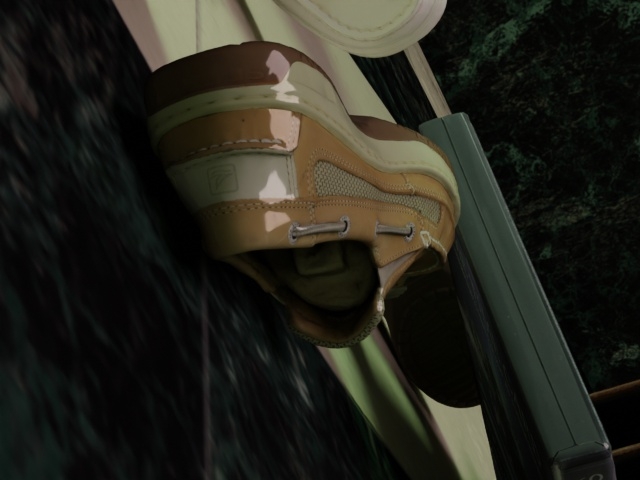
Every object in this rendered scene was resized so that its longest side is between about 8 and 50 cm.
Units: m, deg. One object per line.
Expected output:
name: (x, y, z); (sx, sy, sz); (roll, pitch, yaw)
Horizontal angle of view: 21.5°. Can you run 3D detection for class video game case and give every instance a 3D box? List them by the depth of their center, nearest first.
video game case: (0.094, 0.110, 0.695); (0.196, 0.026, 0.274); (-106, -179, -50)

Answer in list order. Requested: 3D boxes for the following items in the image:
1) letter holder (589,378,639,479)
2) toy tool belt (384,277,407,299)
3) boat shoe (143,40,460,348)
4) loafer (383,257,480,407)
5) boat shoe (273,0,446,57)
letter holder: (0.261, 0.211, 0.828); (0.152, 0.214, 0.302); (-92, 163, -73)
toy tool belt: (0.019, -0.013, 0.697); (0.052, 0.051, 0.083); (57, 10, -44)
boat shoe: (0.000, 0.000, 0.532); (0.190, 0.068, 0.072); (23, 53, -64)
loafer: (0.048, 0.015, 0.780); (0.148, 0.056, 0.050); (60, 15, -29)
boat shoe: (-0.037, -0.206, 0.806); (0.277, 0.098, 0.096); (55, 9, -3)
